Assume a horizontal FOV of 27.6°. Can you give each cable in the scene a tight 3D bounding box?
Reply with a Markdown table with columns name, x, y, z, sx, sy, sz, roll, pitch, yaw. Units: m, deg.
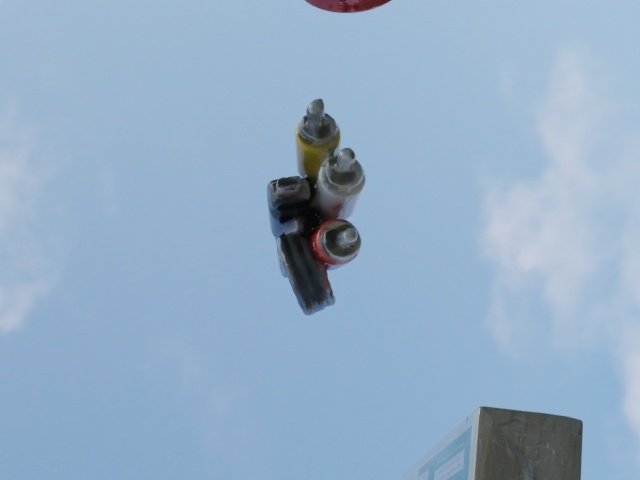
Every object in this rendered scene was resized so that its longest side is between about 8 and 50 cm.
| name | x | y | z | sx | sy | sz | roll | pitch | yaw |
| --- | --- | --- | --- | --- | --- | --- | --- | --- | --- |
| cable | 0.000 | 0.000 | 1.006 | 0.072 | 0.287 | 0.139 | -10 | -103 | -2 |

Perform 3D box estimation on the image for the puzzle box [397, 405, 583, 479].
| name | x | y | z | sx | sy | sz | roll | pitch | yaw |
| --- | --- | --- | --- | --- | --- | --- | --- | --- | --- |
| puzzle box | 0.063 | 0.264 | 0.727 | 0.052 | 0.409 | 0.272 | 8 | -108 | -3 |

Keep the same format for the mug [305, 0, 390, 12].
| name | x | y | z | sx | sy | sz | roll | pitch | yaw |
| --- | --- | --- | --- | --- | --- | --- | --- | --- | --- |
| mug | 0.003 | -0.280 | 1.078 | 0.150 | 0.169 | 0.113 | -25 | -123 | -9 |
